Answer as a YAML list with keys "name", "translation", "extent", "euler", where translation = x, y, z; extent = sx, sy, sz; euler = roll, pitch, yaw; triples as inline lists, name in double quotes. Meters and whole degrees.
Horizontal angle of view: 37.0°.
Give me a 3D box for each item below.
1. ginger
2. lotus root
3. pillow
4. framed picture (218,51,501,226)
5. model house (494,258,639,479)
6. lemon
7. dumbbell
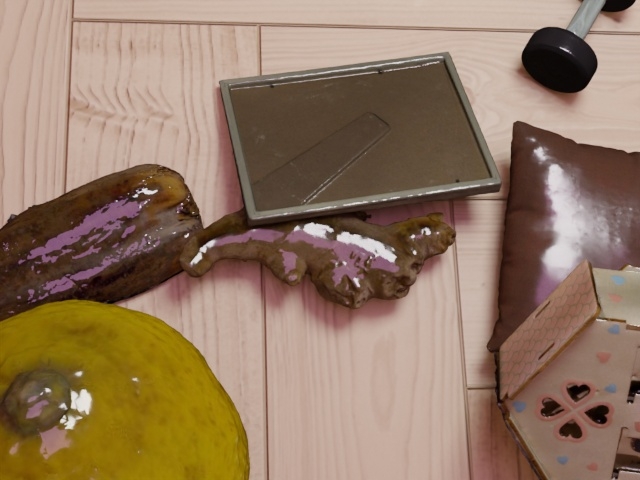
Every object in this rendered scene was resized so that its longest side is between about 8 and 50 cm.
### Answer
- name: "ginger"
  translation: [0.002, 0.000, 1.191]
  extent: [0.333, 0.080, 0.166]
  euler: [8, 56, 0]
- name: "lotus root"
  translation: [-0.301, 0.008, 1.151]
  extent: [0.329, 0.078, 0.167]
  euler: [-27, 77, -14]
- name: "pillow"
  translation: [0.371, 0.013, 1.208]
  extent: [0.308, 0.108, 0.305]
  euler: [8, 76, -4]
- name: "framed picture"
  translation: [0.046, -0.137, 1.226]
  extent: [0.324, 0.020, 0.240]
  euler: [-10, 57, -9]
- name: "model house"
  translation: [0.319, 0.177, 1.088]
  extent: [0.244, 0.169, 0.326]
  euler: [5, 118, 6]
- name: "lemon"
  translation: [-0.239, 0.228, 0.943]
  extent: [0.350, 0.387, 0.349]
  euler: [1, 51, -2]
- name: "dumbbell"
  translation: [0.360, -0.302, 1.306]
  extent: [0.100, 0.100, 0.191]
  euler: [31, 73, 3]
